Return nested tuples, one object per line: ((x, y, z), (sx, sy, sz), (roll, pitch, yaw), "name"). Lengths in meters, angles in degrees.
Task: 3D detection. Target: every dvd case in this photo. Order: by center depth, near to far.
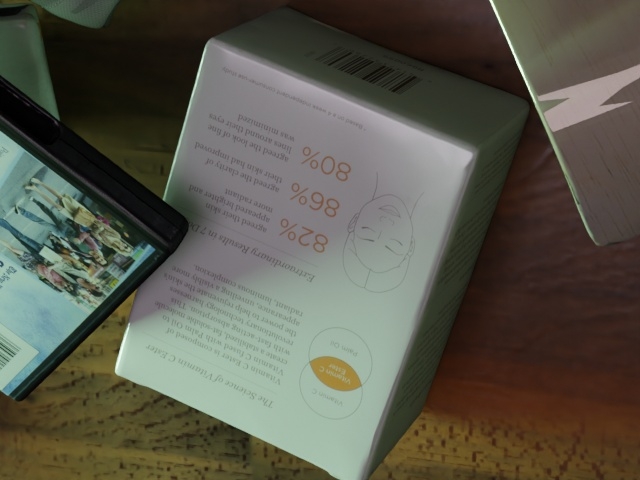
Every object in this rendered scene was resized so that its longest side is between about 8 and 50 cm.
((-0.197, -0.040, 0.840), (0.253, 0.022, 0.180), (38, 140, -9), "dvd case")

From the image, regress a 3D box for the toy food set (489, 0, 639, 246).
((0.139, -0.179, 0.677), (0.219, 0.092, 0.306), (-24, 72, 7), "toy food set")

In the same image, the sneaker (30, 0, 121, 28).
((-0.041, -0.194, 0.820), (0.271, 0.100, 0.108), (-34, 129, 19), "sneaker")

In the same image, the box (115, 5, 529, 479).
((0.000, 0.000, 0.856), (0.130, 0.091, 0.170), (24, 114, 13), "box")

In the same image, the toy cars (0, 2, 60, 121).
((-0.276, -0.004, 0.973), (0.176, 0.087, 0.394), (41, 113, -8), "toy cars")
